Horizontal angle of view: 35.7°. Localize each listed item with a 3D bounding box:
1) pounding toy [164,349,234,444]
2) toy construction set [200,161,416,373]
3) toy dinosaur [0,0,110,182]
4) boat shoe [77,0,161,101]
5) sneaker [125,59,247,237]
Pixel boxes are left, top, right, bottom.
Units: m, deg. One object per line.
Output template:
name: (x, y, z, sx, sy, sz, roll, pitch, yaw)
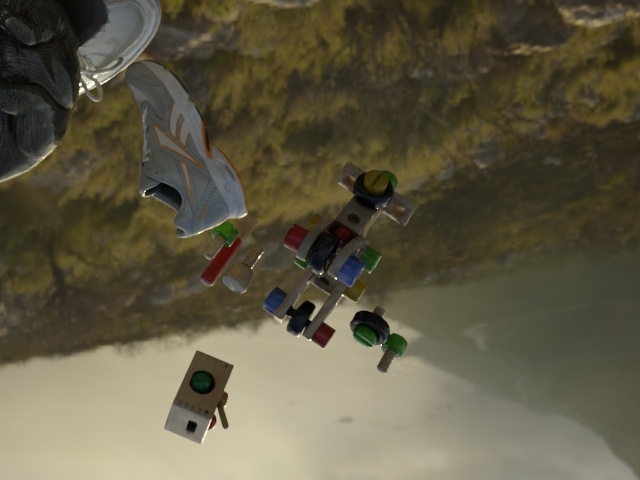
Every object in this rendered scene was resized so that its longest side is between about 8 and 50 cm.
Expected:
pounding toy: (-0.194, 0.273, 1.687, 0.100, 0.130, 0.141, 23, 142, -2)
toy construction set: (0.000, 0.000, 1.484, 0.309, 0.237, 0.257, 14, 143, 27)
toy dinosaur: (-0.271, -0.141, 0.899, 0.121, 0.314, 0.160, 2, 171, 32)
boat shoe: (-0.390, -0.257, 1.459, 0.367, 0.136, 0.156, -30, -153, -7)
sneaker: (-0.209, -0.123, 1.343, 0.121, 0.262, 0.099, -30, 169, -16)
